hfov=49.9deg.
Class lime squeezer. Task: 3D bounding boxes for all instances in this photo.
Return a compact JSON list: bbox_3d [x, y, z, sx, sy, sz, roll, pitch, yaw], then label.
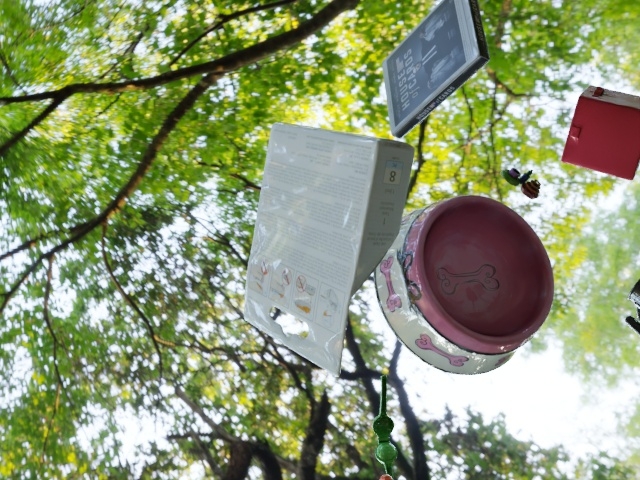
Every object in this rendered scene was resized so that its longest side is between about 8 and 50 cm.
[{"bbox_3d":[0.170,0.498,1.716,0.059,0.110,0.310,3,-108,-20],"label":"lime squeezer"}]

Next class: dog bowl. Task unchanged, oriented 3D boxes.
[{"bbox_3d":[0.331,0.081,1.516,0.408,0.150,0.408,8,-114,-18],"label":"dog bowl"}]

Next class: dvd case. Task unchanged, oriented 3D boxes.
[{"bbox_3d":[0.195,-0.316,1.217,0.030,0.239,0.179,14,-122,-30],"label":"dvd case"}]

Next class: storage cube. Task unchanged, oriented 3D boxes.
[{"bbox_3d":[0.783,-0.296,1.857,0.184,0.193,0.215,-35,-41,-54],"label":"storage cube"}]

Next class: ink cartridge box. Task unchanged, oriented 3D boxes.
[{"bbox_3d":[0.000,0.000,1.202,0.091,0.308,0.385,1,-78,-38],"label":"ink cartridge box"}]

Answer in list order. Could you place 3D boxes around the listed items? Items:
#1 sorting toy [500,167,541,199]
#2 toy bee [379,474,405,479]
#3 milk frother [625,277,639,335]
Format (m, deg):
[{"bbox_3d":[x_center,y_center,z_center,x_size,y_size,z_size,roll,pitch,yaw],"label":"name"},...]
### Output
[{"bbox_3d":[0.463,-0.139,1.563,0.102,0.061,0.042,40,-56,5],"label":"sorting toy"},{"bbox_3d":[0.089,0.439,1.032,0.195,0.298,0.162,20,-103,-22],"label":"toy bee"},{"bbox_3d":[0.662,0.135,1.300,0.143,0.135,0.129,-3,-50,-44],"label":"milk frother"}]
